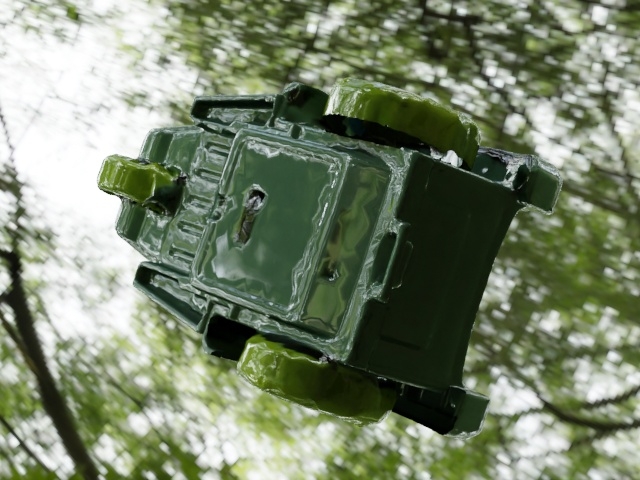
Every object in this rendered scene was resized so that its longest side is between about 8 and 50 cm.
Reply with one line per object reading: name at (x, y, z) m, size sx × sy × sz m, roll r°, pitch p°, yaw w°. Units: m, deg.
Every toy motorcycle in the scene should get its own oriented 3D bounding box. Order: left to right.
toy motorcycle at (0.000, 0.000, 1.111) m, size 0.200 × 0.326 × 0.191 m, roll 19°, pitch -90°, yaw -37°
